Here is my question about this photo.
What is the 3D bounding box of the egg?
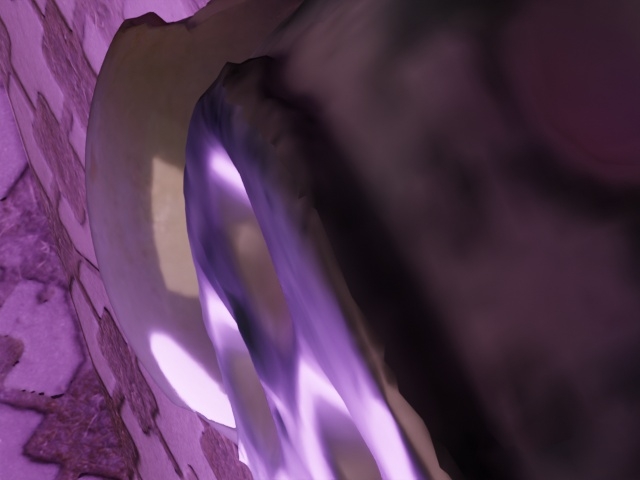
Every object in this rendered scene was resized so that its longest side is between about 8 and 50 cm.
[{"bbox_3d":[0.000,0.000,1.185,0.278,0.278,0.336,-161,56,-67],"label":"egg"}]

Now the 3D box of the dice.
[{"bbox_3d":[0.153,0.054,0.699,0.328,0.348,0.330,63,161,21],"label":"dice"}]
